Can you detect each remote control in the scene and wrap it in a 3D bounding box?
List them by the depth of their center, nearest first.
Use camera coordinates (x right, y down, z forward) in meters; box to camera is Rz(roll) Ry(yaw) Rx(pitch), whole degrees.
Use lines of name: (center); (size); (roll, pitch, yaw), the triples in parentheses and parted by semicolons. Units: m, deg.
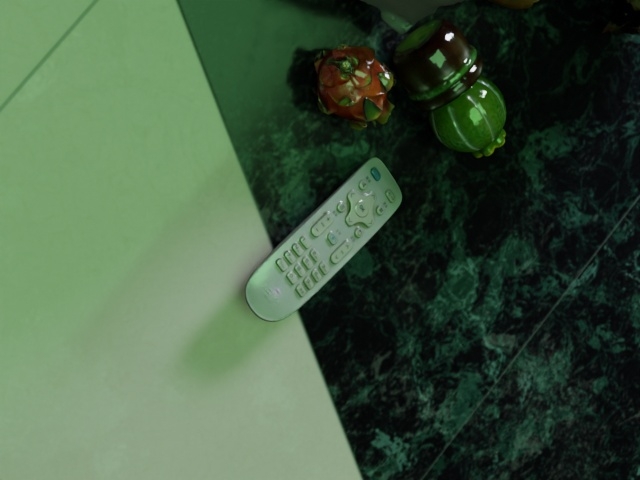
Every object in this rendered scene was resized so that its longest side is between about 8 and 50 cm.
remote control: (0.000, 0.000, 1.216); (0.229, 0.044, 0.073); (-45, 115, -18)

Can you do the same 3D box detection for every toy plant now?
toy plant: (0.153, -0.166, 1.222); (0.093, 0.093, 0.162); (-42, 111, -11)

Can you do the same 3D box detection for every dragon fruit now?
dragon fruit: (0.042, -0.168, 1.185); (0.116, 0.081, 0.086); (20, 89, -47)

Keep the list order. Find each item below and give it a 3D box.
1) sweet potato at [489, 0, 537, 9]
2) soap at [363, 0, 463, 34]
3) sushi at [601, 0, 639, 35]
sweet potato: (0.170, -0.310, 1.229); (0.195, 0.056, 0.056); (15, 93, -18)
soap: (0.067, -0.471, 1.060); (0.350, 0.213, 0.435); (22, 88, -16)
sushi: (0.391, -0.346, 1.225); (0.238, 0.225, 0.219); (-40, 129, 10)
